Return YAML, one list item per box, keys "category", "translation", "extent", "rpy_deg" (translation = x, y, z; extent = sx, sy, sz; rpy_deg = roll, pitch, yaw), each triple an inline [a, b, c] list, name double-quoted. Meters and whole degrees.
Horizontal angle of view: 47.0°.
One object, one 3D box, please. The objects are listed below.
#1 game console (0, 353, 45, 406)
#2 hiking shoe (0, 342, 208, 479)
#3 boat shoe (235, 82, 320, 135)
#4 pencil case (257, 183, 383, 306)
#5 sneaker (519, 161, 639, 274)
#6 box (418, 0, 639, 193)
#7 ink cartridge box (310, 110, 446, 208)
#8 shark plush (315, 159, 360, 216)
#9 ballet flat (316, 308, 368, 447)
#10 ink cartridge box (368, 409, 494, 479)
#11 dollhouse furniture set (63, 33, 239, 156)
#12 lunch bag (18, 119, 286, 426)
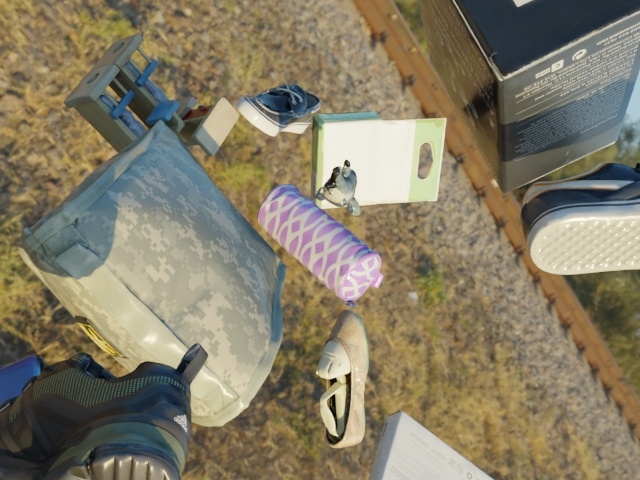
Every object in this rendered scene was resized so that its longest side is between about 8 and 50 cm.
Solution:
- category: "game console"
  translation: [-0.384, 0.322, 0.928]
  extent: [0.250, 0.173, 0.293]
  rpy_deg: [70, 16, -62]
- category: "hiking shoe"
  translation: [-0.167, 0.129, 0.449]
  extent: [0.086, 0.227, 0.114]
  rpy_deg: [62, 25, -29]
- category: "boat shoe"
  translation: [-0.079, -0.294, 1.593]
  extent: [0.108, 0.102, 0.301]
  rpy_deg: [47, 20, 12]
- category: "pencil case"
  translation: [0.000, 0.000, 1.054]
  extent: [0.206, 0.086, 0.088]
  rpy_deg: [42, 25, 29]
- category: "sneaker"
  translation: [0.405, -0.029, 0.896]
  extent: [0.127, 0.321, 0.126]
  rpy_deg: [-89, -176, -54]
- category: "box"
  translation: [0.294, -0.297, 1.079]
  extent: [0.293, 0.212, 0.395]
  rpy_deg: [67, 7, 22]
- category: "ink cartridge box"
  translation: [0.102, -0.149, 1.348]
  extent: [0.056, 0.235, 0.171]
  rpy_deg: [-116, -156, -58]
- category: "shark plush"
  translation: [0.023, -0.090, 1.078]
  extent: [0.073, 0.067, 0.161]
  rpy_deg: [24, -3, 20]
- category: "ballet flat"
  translation: [0.045, 0.313, 1.618]
  extent: [0.106, 0.108, 0.316]
  rpy_deg: [-10, 100, -39]
- category: "ink cartridge box"
  translation: [0.168, 0.418, 1.147]
  extent: [0.223, 0.045, 0.224]
  rpy_deg: [39, 43, -13]
- category: "dollhouse furniture set"
  translation: [-0.210, -0.193, 0.973]
  extent: [0.129, 0.184, 0.129]
  rpy_deg: [50, 54, -36]
- category: "lunch bag"
  translation: [-0.160, 0.035, 0.730]
  extent: [0.235, 0.169, 0.287]
  rpy_deg: [50, 10, -15]
